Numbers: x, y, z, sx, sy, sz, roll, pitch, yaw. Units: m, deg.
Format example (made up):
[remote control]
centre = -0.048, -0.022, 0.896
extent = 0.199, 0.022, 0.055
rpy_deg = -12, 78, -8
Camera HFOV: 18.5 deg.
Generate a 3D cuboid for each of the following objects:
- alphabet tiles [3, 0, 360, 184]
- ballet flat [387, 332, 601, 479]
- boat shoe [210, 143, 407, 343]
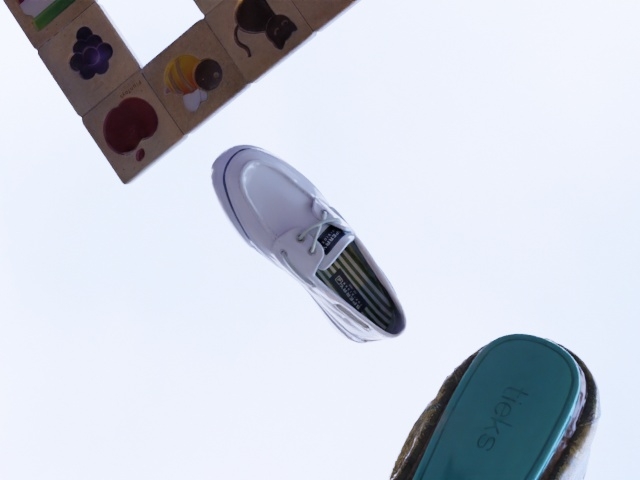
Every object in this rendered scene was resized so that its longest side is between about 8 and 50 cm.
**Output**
[alphabet tiles]
centre = -0.055, -0.174, 0.903
extent = 0.237, 0.009, 0.198
rpy_deg = -37, -101, 17
[ballet flat]
centre = 0.052, 0.203, 1.093
extent = 0.123, 0.123, 0.348
rpy_deg = 15, -127, 34
[boat shoe]
centre = 0.000, 0.000, 1.717
extent = 0.083, 0.226, 0.076
rpy_deg = -53, -156, -20
